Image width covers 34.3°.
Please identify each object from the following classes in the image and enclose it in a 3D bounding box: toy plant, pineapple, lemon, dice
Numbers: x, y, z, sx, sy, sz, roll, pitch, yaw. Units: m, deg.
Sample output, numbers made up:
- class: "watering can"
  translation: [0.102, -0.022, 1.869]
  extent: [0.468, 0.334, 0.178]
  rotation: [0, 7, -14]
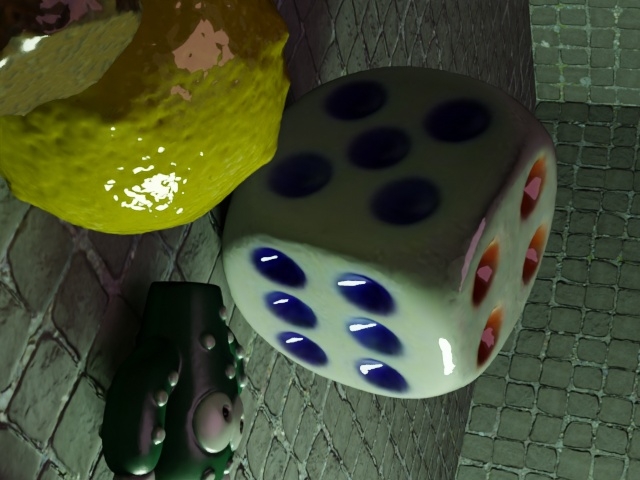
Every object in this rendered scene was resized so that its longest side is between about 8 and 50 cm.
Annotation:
- class: "toy plant"
  translation: [-0.133, 0.163, 1.013]
  extent: [0.232, 0.113, 0.243]
  rotation: [60, 35, -52]
- class: "pineapple"
  translation: [-0.202, -0.187, 0.547]
  extent: [0.248, 0.128, 0.128]
  rotation: [56, 19, 8]
- class: "lemon"
  translation: [-0.138, -0.122, 0.729]
  extent: [0.288, 0.233, 0.233]
  rotation: [82, 21, -63]
- class: "dice"
  translation: [0.084, -0.013, 1.218]
  extent: [0.304, 0.304, 0.277]
  rotation: [-55, 149, -33]
